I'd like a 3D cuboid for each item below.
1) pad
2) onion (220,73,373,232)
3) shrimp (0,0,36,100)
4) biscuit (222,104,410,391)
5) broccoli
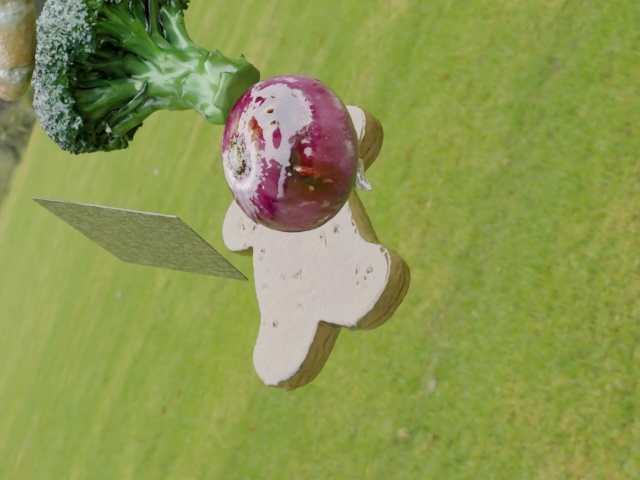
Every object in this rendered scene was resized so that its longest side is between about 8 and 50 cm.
[{"bbox_3d":[-0.179,0.001,1.109,0.235,0.158,0.003,51,-131,-69],"label":"pad"},{"bbox_3d":[-0.033,-0.098,1.197,0.153,0.177,0.177,-37,-2,-35],"label":"onion"},{"bbox_3d":[-0.295,-0.271,0.886,0.168,0.077,0.317,2,106,65],"label":"shrimp"},{"bbox_3d":[0.000,0.000,1.690,0.368,0.076,0.394,-41,49,31],"label":"biscuit"},{"bbox_3d":[-0.240,-0.230,1.383,0.297,0.297,0.297,-54,-26,-41],"label":"broccoli"}]
